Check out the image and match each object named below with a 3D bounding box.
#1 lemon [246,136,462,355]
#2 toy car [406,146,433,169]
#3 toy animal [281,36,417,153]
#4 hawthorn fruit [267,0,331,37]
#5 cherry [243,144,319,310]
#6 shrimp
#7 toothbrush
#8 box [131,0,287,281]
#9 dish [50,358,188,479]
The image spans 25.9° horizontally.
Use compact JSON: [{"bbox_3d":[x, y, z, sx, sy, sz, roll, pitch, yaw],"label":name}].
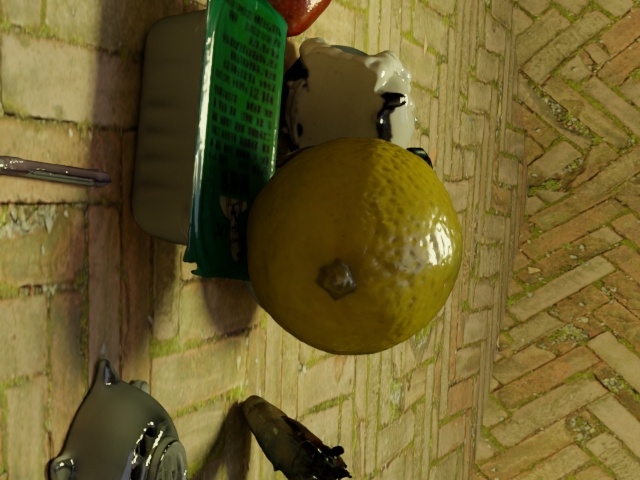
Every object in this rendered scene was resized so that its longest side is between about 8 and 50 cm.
[{"bbox_3d":[0.038,0.005,1.582,0.267,0.267,0.267,4,90,-73],"label":"lemon"},{"bbox_3d":[0.089,-0.026,2.191,0.190,0.189,0.255,104,-23,-55],"label":"toy car"},{"bbox_3d":[0.044,-0.190,1.999,0.156,0.204,0.208,-48,147,-59],"label":"toy animal"},{"bbox_3d":[-0.049,-0.325,1.780,0.138,0.133,0.133,-66,161,-5],"label":"hawthorn fruit"},{"bbox_3d":[0.000,0.000,1.871,0.296,0.218,0.255,-8,106,-59],"label":"cherry"},{"bbox_3d":[-0.025,0.312,1.848,0.075,0.289,0.178,-38,119,-18],"label":"shrimp"},{"bbox_3d":[-0.276,-0.072,1.260,0.354,0.024,0.029,5,80,-73],"label":"toothbrush"},{"bbox_3d":[-0.133,-0.125,1.585,0.264,0.106,0.336,13,82,-73],"label":"box"},{"bbox_3d":[-0.199,0.249,1.479,0.228,0.086,0.236,57,39,-63],"label":"dish"}]
